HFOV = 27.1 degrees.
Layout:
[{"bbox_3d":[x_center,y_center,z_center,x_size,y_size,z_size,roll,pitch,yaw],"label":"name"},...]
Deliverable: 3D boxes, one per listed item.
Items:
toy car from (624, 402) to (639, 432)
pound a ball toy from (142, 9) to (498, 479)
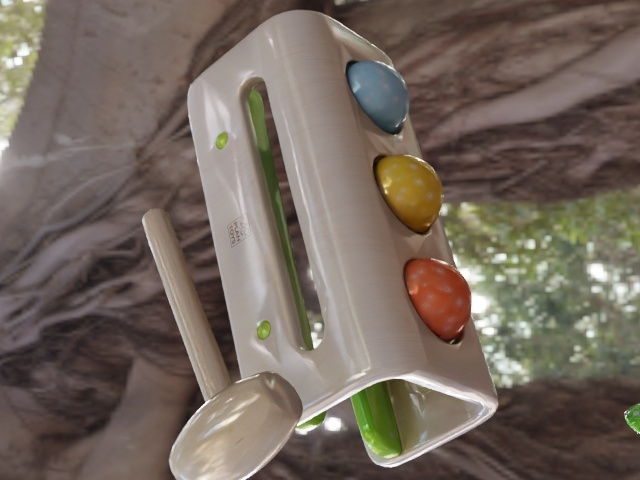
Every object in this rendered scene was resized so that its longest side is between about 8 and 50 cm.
[{"bbox_3d":[0.368,0.209,1.156,0.053,0.225,0.239,-53,-9,12],"label":"toy car"},{"bbox_3d":[0.000,0.000,0.813,0.208,0.135,0.319,25,-139,-45],"label":"pound a ball toy"}]
